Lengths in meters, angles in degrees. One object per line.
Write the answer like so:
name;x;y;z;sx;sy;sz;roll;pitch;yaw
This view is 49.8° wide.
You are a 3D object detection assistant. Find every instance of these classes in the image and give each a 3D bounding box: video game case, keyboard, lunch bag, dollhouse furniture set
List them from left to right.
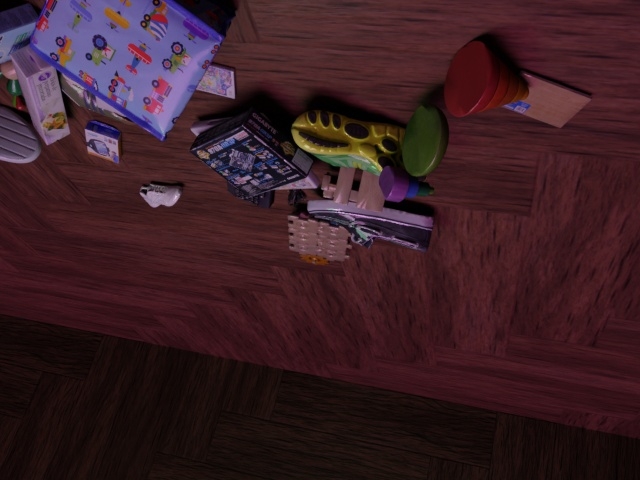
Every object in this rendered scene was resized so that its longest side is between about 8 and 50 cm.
lunch bag;-0.325;-0.343;1.127;0.293;0.138;0.221;29;121;-17
video game case;-0.226;-0.320;1.347;0.122;0.011;0.087;14;155;2
video game case;-0.141;-0.185;1.499;0.206;0.026;0.227;1;148;38
keyboard;-0.128;-0.154;1.621;0.202;0.033;0.317;15;156;1
dollhouse furniture set;0.082;-0.144;1.523;0.144;0.123;0.151;13;-170;6

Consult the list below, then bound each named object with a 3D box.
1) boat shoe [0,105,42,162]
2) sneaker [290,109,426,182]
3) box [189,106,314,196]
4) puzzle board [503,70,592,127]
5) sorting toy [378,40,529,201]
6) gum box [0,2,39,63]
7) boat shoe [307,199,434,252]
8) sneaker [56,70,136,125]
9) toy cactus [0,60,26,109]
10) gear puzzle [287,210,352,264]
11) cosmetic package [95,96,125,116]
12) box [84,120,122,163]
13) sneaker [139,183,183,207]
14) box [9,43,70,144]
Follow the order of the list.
boat shoe;-0.827;-0.274;1.697;0.335;0.121;0.119;25;164;5
sneaker;0.082;-0.189;1.370;0.296;0.109;0.123;18;-177;-15
box;-0.145;-0.176;1.431;0.175;0.051;0.220;37;151;-28
puzzle board;0.376;-0.239;1.171;0.128;0.011;0.096;19;156;-6
sorting toy;0.237;-0.182;1.207;0.126;0.127;0.365;7;144;-23
gum box;-0.633;-0.365;1.293;0.157;0.184;0.041;-21;103;52
boat shoe;0.111;-0.032;1.625;0.301;0.102;0.108;11;-179;4
sneaker;-0.472;-0.305;1.464;0.192;0.064;0.086;35;150;-26
toy cactus;-0.687;-0.353;1.459;0.181;0.112;0.219;-8;139;22
gear puzzle;0.000;0.000;1.867;0.176;0.044;0.339;12;158;3
cosmetic package;-0.373;-0.332;1.324;0.117;0.085;0.231;17;157;-5
box;-0.524;-0.240;1.672;0.081;0.028;0.136;19;157;-6
sneaker;-0.425;-0.123;1.830;0.152;0.053;0.061;-7;145;41
box;-0.591;-0.304;1.471;0.067;0.063;0.324;53;159;5
